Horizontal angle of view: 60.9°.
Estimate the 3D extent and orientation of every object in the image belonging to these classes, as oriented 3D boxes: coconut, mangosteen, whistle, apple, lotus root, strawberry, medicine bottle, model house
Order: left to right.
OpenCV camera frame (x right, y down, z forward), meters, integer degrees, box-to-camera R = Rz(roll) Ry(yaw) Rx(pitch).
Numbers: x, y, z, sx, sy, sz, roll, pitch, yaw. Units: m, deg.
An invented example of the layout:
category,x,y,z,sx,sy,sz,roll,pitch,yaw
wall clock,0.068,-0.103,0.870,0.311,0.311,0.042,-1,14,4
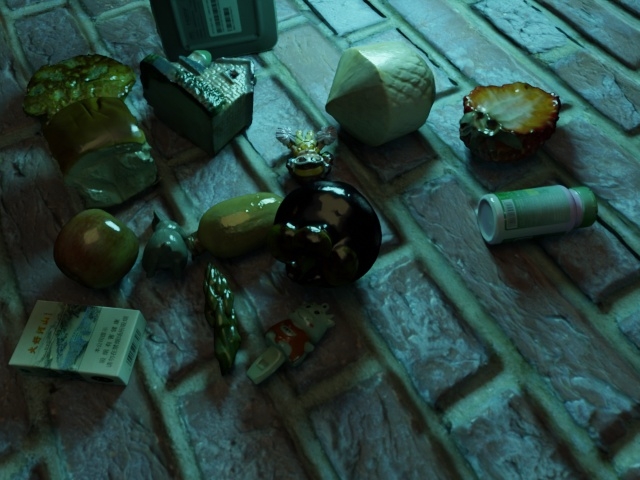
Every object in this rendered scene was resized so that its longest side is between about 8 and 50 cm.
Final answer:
category,x,y,z,sx,sy,sz,roll,pitch,yaw
apple,-0.551,0.024,1.338,0.188,0.188,0.174,24,64,16
model house,-0.337,-0.457,1.628,0.298,0.243,0.284,38,60,11
lotus root,-0.200,-0.040,1.403,0.303,0.131,0.146,-21,57,-12
whistle,-0.069,0.227,1.243,0.253,0.106,0.102,-42,24,-22
mangosteen,0.000,0.000,1.296,0.287,0.233,0.287,6,72,-18
coconut,0.156,-0.423,1.567,0.329,0.329,0.329,-1,56,1
strawberry,0.555,-0.340,1.587,0.336,0.149,0.265,-32,54,-30
medicine bottle,0.558,-0.070,1.401,0.274,0.133,0.133,-7,56,-2

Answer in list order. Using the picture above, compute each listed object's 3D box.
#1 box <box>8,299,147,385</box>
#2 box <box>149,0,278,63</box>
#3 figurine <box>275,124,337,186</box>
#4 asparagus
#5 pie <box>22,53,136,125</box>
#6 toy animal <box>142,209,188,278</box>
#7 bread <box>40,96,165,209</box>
category,x,y,z,sx,sy,sz,roll,pitch,yaw
box,-0.557,0.236,1.265,0.256,0.069,0.164,5,56,5
box,-0.343,-0.770,1.738,0.396,0.396,0.111,-14,53,-7
figurine,-0.037,-0.250,1.550,0.174,0.116,0.240,-4,50,-4
asparagus,-0.234,0.177,1.293,0.080,0.080,0.287,-16,65,-9
pie,-0.763,-0.474,1.728,0.354,0.103,0.288,-24,58,-19
toy animal,-0.390,-0.004,1.399,0.108,0.138,0.236,10,38,-15
bread,-0.611,-0.257,1.504,0.250,0.225,0.279,-29,56,-18
